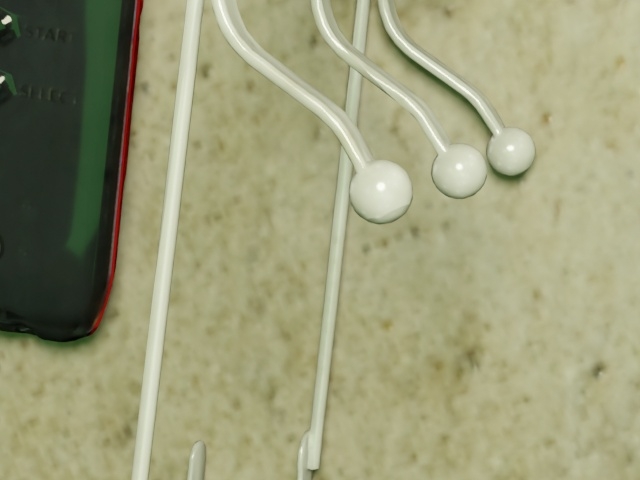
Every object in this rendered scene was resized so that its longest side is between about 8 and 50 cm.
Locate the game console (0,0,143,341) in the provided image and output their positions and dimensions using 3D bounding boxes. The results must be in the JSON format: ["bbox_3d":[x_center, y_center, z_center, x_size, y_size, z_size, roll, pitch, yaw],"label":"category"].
[{"bbox_3d":[-0.262,-0.146,0.891,0.387,0.060,0.342,10,100,11],"label":"game console"}]

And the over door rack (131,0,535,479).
[{"bbox_3d":[0.000,0.000,0.765,0.108,0.239,0.324,21,101,14],"label":"over door rack"}]
